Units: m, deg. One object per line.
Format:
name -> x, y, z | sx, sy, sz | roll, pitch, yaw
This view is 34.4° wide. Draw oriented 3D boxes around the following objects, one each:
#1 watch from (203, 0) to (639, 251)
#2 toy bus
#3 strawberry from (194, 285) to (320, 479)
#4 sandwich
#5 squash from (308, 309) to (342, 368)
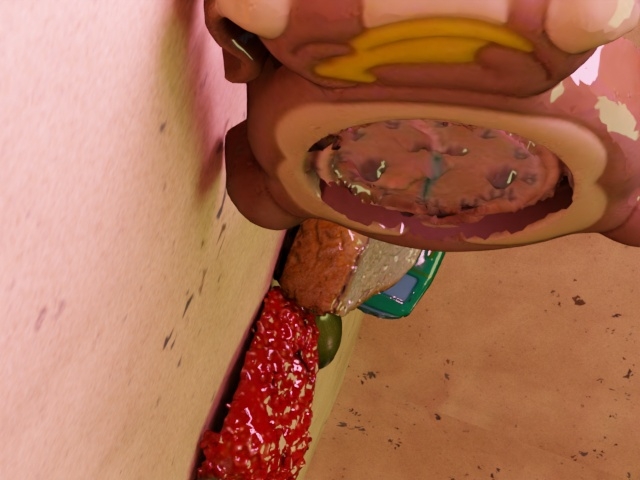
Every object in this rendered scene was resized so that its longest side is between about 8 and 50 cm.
watch -> 0.089, -0.187, 0.645 | 0.335, 0.313, 0.327 | 67, 28, -65
toy bus -> 0.124, 0.044, 1.918 | 0.343, 0.183, 0.200 | 42, 70, -83
strawberry -> -0.054, 0.194, 1.131 | 0.188, 0.106, 0.286 | 96, 13, -71
sandwich -> 0.071, -0.065, 1.191 | 0.249, 0.095, 0.273 | -22, 136, -59
squash -> -0.012, 0.118, 1.395 | 0.331, 0.087, 0.087 | 89, 21, -70
